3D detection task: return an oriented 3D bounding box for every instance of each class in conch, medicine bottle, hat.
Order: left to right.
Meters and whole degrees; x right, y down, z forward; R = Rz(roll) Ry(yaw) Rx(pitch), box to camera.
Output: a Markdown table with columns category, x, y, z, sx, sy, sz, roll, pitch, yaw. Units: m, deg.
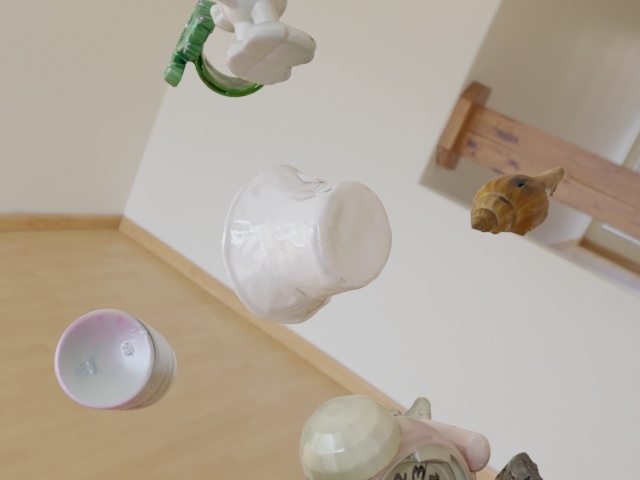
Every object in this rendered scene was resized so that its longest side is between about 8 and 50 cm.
| category | x | y | z | sx | sy | sz | roll | pitch | yaw |
| --- | --- | --- | --- | --- | --- | --- | --- | --- | --- |
| medicine bottle | -0.327 | 0.205 | 1.129 | 0.152 | 0.152 | 0.254 | 24 | -15 | 3 |
| hat | 0.000 | 0.000 | 0.777 | 0.203 | 0.203 | 0.126 | 10 | -10 | -39 |
| conch | 0.360 | -0.083 | 1.203 | 0.330 | 0.093 | 0.109 | -30 | 55 | -35 |

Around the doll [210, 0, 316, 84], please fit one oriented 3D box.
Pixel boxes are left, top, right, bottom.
| category | x | y | z | sx | sy | sz | roll | pitch | yaw |
| --- | --- | --- | --- | --- | --- | --- | --- | --- | --- |
| doll | -0.054 | -0.317 | 0.706 | 0.144 | 0.208 | 0.271 | 5 | 51 | -47 |

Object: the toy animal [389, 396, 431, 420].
| category | x | y | z | sx | sy | sz | roll | pitch | yaw |
| --- | --- | --- | --- | --- | --- | --- | --- | --- | --- |
| toy animal | 0.166 | 0.512 | 1.610 | 0.188 | 0.308 | 0.266 | 51 | -2 | -9 |

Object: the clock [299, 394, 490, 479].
| category | x | y | z | sx | sy | sz | roll | pitch | yaw |
| --- | --- | --- | --- | --- | --- | --- | --- | --- | --- |
| clock | 0.088 | 0.404 | 0.993 | 0.184 | 0.342 | 0.326 | -4 | -15 | 43 |

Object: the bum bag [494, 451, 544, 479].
| category | x | y | z | sx | sy | sz | roll | pitch | yaw |
| --- | --- | --- | --- | --- | --- | --- | --- | --- | --- |
| bum bag | 0.350 | 0.462 | 1.038 | 0.095 | 0.144 | 0.340 | 34 | 4 | -23 |

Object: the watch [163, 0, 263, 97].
| category | x | y | z | sx | sy | sz | roll | pitch | yaw |
| --- | --- | --- | --- | --- | --- | --- | --- | --- | --- |
| watch | -0.153 | -0.295 | 1.085 | 0.152 | 0.165 | 0.131 | 23 | 25 | -21 |
